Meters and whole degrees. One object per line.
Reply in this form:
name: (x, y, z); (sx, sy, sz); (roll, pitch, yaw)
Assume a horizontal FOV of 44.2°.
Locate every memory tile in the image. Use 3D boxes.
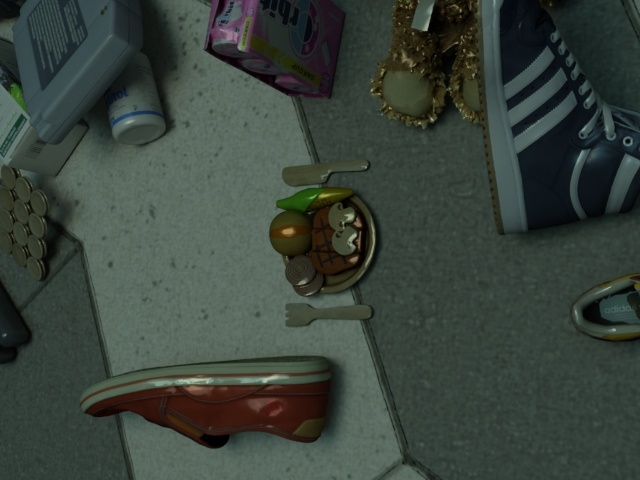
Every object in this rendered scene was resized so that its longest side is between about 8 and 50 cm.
memory tile: (-0.418, -0.026, 1.112); (0.113, 0.012, 0.148); (34, 126, 27)

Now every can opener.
can opener: (-0.533, 0.057, 1.147); (0.076, 0.095, 0.283); (-48, 65, 16)

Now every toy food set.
toy food set: (0.000, 0.000, 0.904); (0.133, 0.038, 0.191); (-6, 81, 27)

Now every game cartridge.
game cartridge: (-0.326, -0.281, 1.051); (0.198, 0.062, 0.297); (-41, 46, 14)

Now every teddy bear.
teddy bear: (0.143, -0.285, 0.838); (0.245, 0.113, 0.337); (-17, 84, 31)

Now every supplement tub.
supplement tub: (-0.249, -0.187, 1.040); (0.071, 0.071, 0.107); (-24, 74, 24)

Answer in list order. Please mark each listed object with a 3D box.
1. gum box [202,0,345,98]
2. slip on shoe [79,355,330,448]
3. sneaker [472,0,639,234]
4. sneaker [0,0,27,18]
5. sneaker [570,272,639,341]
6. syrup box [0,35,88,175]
gum box: (-0.048, -0.235, 0.872); (0.062, 0.188, 0.107); (10, 88, 29)
slip on shoe: (-0.142, 0.193, 0.919); (0.332, 0.123, 0.101); (-6, 85, 22)
sneaker: (0.223, -0.140, 0.716); (0.153, 0.099, 0.282); (-4, 118, 16)
sneaker: (-0.524, -0.473, 1.201); (0.129, 0.111, 0.297); (-9, 79, 33)
sneaker: (0.319, 0.055, 0.704); (0.186, 0.084, 0.069); (-19, 75, 25)
syrup box: (-0.451, -0.204, 1.134); (0.237, 0.096, 0.093); (45, 105, 24)
